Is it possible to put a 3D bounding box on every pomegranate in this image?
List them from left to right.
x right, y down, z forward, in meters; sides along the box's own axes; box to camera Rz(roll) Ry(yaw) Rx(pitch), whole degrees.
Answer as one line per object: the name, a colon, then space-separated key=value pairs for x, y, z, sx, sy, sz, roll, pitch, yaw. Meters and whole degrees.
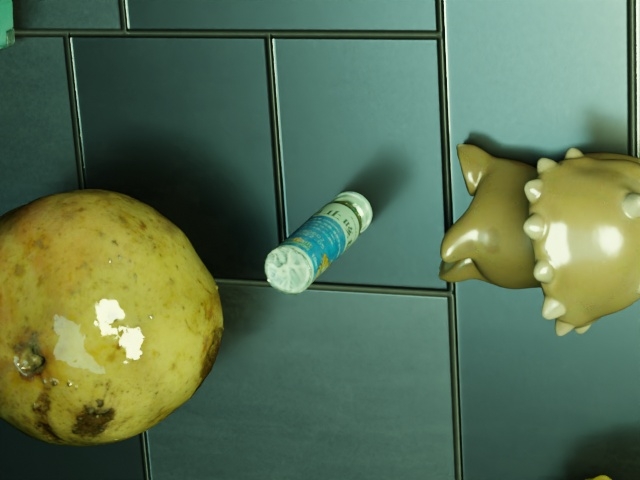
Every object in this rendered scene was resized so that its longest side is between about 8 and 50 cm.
pomegranate: x=-0.241 y=0.081 z=1.839 sx=0.281 sy=0.281 sz=0.281 roll=6 pitch=110 yaw=18

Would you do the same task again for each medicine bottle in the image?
medicine bottle: x=0.000 y=0.000 z=1.755 sx=0.051 sy=0.191 sz=0.051 roll=7 pitch=112 yaw=18

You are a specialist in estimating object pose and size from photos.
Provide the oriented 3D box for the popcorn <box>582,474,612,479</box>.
popcorn: x=0.264 y=0.385 z=1.757 sx=0.215 sy=0.252 sz=0.286 roll=26 pitch=74 yaw=20

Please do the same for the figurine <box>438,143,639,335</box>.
figurine: x=0.223 y=-0.002 z=1.683 sx=0.247 sy=0.173 sz=0.177 roll=12 pitch=112 yaw=16

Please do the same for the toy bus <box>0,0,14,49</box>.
toy bus: x=-0.397 y=-0.318 z=1.822 sx=0.128 sy=0.147 sz=0.256 roll=9 pitch=110 yaw=19
